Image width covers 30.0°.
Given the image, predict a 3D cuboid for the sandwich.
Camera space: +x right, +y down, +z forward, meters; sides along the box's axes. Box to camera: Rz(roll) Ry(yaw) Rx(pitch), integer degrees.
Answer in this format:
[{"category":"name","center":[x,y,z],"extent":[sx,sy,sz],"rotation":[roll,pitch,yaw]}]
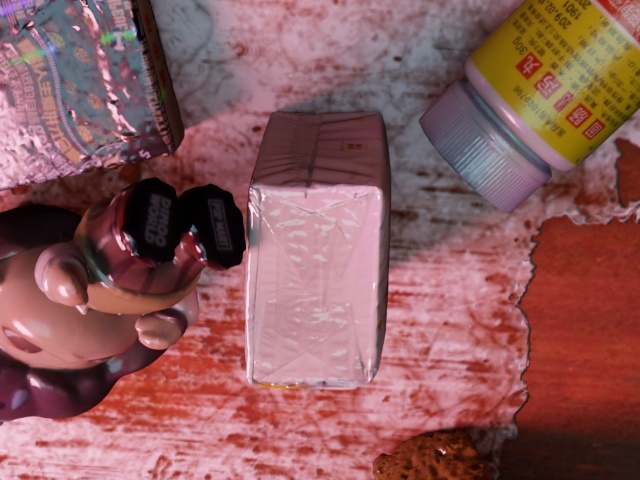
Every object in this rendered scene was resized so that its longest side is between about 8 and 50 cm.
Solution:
[{"category":"sandwich","center":[0.165,0.368,1.162],"extent":[0.131,0.325,0.262],"rotation":[-22,109,-1]}]

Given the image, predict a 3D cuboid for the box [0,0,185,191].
[{"category":"box","center":[-0.300,-0.148,1.093],"extent":[0.310,0.084,0.198],"rotation":[-11,111,6]}]

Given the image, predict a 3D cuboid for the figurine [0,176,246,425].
[{"category":"figurine","center":[-0.205,0.062,1.056],"extent":[0.365,0.218,0.206],"rotation":[-7,95,49]}]

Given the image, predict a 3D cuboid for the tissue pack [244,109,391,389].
[{"category":"tissue pack","center":[0.000,0.000,1.070],"extent":[0.124,0.225,0.185],"rotation":[1,112,2]}]

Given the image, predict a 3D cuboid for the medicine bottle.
[{"category":"medicine bottle","center":[0.208,-0.143,1.052],"extent":[0.139,0.139,0.225],"rotation":[41,108,-14]}]
